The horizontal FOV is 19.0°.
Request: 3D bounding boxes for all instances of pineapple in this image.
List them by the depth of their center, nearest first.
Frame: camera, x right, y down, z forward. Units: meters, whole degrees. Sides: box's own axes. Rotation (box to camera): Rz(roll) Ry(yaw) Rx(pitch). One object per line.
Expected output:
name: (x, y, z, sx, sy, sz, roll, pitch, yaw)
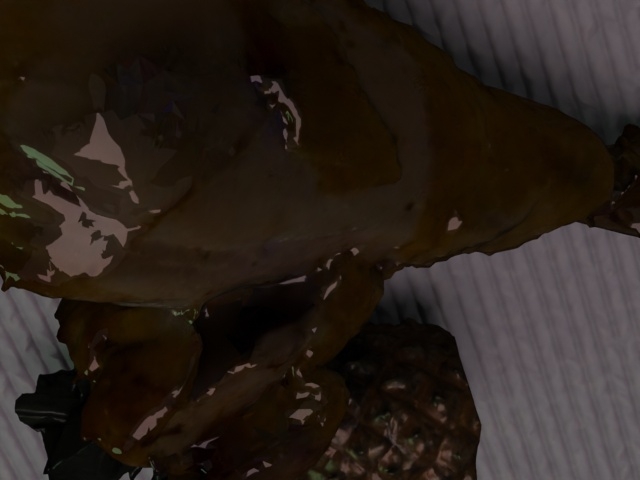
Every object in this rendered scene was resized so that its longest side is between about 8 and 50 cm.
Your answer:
pineapple: (-0.039, 0.095, 0.995, 0.237, 0.111, 0.119, -3, 126, -2)

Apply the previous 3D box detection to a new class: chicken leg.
chicken leg: (0.000, 0.000, 0.895, 0.409, 0.182, 0.295, 5, 95, -27)
